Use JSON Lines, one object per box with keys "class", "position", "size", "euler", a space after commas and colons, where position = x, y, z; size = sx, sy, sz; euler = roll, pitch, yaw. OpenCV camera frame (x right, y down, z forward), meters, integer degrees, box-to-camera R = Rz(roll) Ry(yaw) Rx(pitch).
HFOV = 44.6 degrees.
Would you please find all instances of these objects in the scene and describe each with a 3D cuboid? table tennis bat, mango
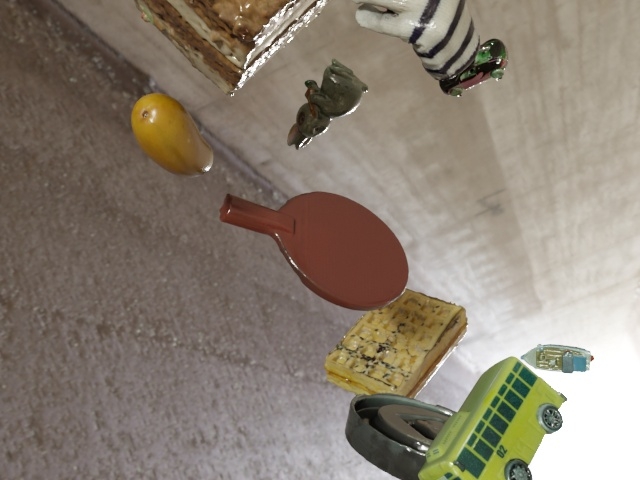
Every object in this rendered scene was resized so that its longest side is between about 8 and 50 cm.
{"class": "table tennis bat", "position": [0.000, 0.000, 1.533], "size": [0.414, 0.051, 0.268], "euler": [19, 48, -23]}
{"class": "mango", "position": [-0.229, -0.157, 1.217], "size": [0.184, 0.084, 0.102], "euler": [54, 33, -57]}

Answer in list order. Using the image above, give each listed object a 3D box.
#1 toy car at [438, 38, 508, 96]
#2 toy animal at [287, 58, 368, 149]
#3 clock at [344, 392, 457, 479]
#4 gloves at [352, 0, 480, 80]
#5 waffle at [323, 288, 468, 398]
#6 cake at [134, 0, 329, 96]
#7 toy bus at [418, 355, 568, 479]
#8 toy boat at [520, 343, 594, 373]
{"class": "toy car", "position": [0.273, -0.316, 1.417], "size": [0.055, 0.142, 0.069], "euler": [26, 52, -46]}
{"class": "toy animal", "position": [0.005, -0.299, 1.818], "size": [0.138, 0.236, 0.108], "euler": [27, 18, -8]}
{"class": "clock", "position": [0.174, 0.321, 1.240], "size": [0.280, 0.280, 0.055], "euler": [-12, 119, -78]}
{"class": "gloves", "position": [0.134, -0.338, 1.088], "size": [0.219, 0.140, 0.131], "euler": [47, -10, -37]}
{"class": "waffle", "position": [0.207, 0.283, 2.138], "size": [0.376, 0.261, 0.114], "euler": [-42, 140, -38]}
{"class": "cake", "position": [-0.128, -0.421, 1.211], "size": [0.256, 0.282, 0.290], "euler": [46, -14, -5]}
{"class": "toy bus", "position": [0.187, 0.221, 0.858], "size": [0.101, 0.088, 0.175], "euler": [42, 56, 3]}
{"class": "toy boat", "position": [0.582, 0.292, 1.920], "size": [0.059, 0.172, 0.069], "euler": [-29, 119, -64]}
